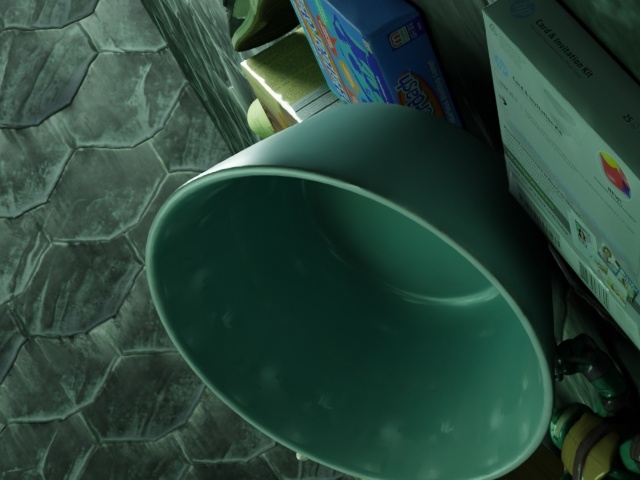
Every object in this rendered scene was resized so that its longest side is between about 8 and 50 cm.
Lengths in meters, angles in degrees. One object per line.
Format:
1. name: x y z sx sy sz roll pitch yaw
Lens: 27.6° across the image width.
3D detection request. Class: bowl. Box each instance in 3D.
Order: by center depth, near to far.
1. bowl: 0.046 0.022 0.965 0.311 0.163 0.312 18 137 18

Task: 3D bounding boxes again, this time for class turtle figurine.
1. turtle figurine: 0.203 0.159 0.982 0.234 0.118 0.175 -143 63 -72

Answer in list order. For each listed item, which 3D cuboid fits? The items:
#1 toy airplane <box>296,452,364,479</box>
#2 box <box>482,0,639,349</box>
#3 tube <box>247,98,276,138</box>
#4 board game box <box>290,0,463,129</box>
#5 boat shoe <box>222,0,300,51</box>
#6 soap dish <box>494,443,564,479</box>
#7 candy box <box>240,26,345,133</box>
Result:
1. toy airplane: 0.159 0.379 1.915 0.384 0.386 0.273 -114 38 -71
2. box: 0.152 -0.036 0.730 0.145 0.038 0.186 55 174 32
3. tube: -0.049 -0.170 1.709 0.070 0.062 0.240 18 177 -13
4. board game box: 0.039 -0.151 1.057 0.210 0.047 0.160 53 172 51
5. boat shoe: -0.057 -0.246 1.277 0.073 0.080 0.223 64 169 2
6. soap dish: 0.225 0.304 1.311 0.229 0.118 0.291 42 170 18
7. candy box: 0.038 -0.074 1.275 0.183 0.087 0.316 61 174 -32
